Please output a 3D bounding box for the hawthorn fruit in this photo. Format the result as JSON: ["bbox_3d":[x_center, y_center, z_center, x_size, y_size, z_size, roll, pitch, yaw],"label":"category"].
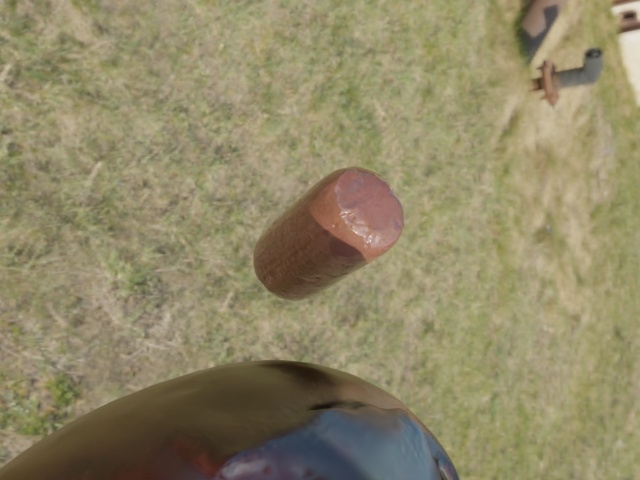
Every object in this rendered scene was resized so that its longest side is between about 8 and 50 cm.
[{"bbox_3d":[-0.061,0.215,0.431,0.308,0.324,0.308,12,90,-72],"label":"hawthorn fruit"}]

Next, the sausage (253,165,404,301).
[{"bbox_3d":[0.000,0.000,0.545,0.062,0.154,0.062,8,69,-22],"label":"sausage"}]
